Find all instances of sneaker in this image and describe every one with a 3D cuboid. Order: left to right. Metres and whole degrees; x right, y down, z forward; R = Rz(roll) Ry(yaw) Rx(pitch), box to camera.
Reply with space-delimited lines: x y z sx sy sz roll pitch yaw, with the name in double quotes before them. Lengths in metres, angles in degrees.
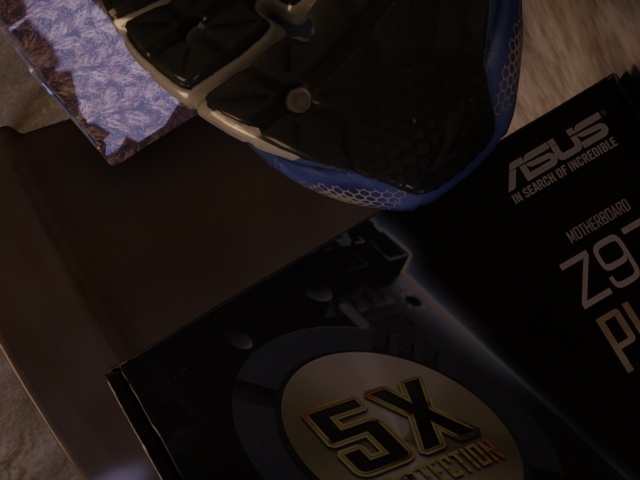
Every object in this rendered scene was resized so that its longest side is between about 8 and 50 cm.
"sneaker" 0.008 -0.093 0.597 0.147 0.129 0.330 49 -171 -28

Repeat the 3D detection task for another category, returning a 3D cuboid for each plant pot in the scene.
"plant pot" -0.068 0.018 1.221 0.323 0.280 0.323 59 177 6

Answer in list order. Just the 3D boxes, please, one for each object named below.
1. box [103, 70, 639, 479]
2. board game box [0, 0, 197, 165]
"box" 0.051 0.061 0.539 0.147 0.180 0.077 60 179 10
"board game box" -0.160 -0.234 1.111 0.232 0.141 0.291 53 -171 -40
